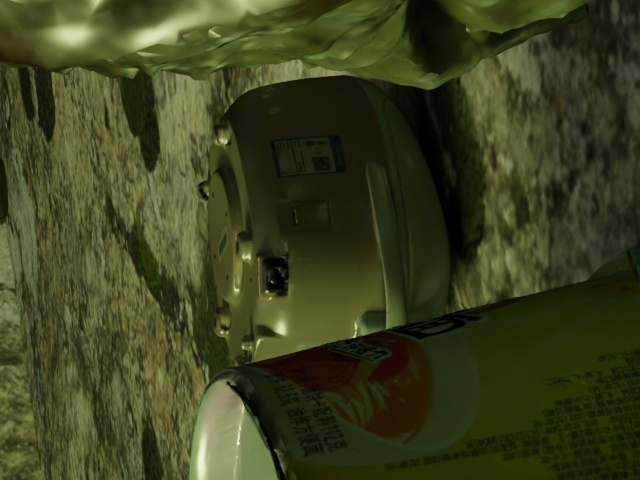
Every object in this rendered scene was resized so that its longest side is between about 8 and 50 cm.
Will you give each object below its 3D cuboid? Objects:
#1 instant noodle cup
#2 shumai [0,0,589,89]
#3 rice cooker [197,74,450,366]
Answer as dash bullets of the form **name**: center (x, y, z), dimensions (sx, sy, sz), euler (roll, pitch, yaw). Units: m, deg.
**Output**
- **instant noodle cup**: center (0.065, 0.144, 0.759), dimensions (0.264, 0.200, 0.264), euler (173, 90, -72)
- **shumai**: center (0.022, -0.195, 0.623), dimensions (0.348, 0.395, 0.395), euler (36, -146, -56)
- **rice cooker**: center (0.000, 0.000, 1.037), dimensions (0.145, 0.127, 0.206), euler (109, 159, -52)
